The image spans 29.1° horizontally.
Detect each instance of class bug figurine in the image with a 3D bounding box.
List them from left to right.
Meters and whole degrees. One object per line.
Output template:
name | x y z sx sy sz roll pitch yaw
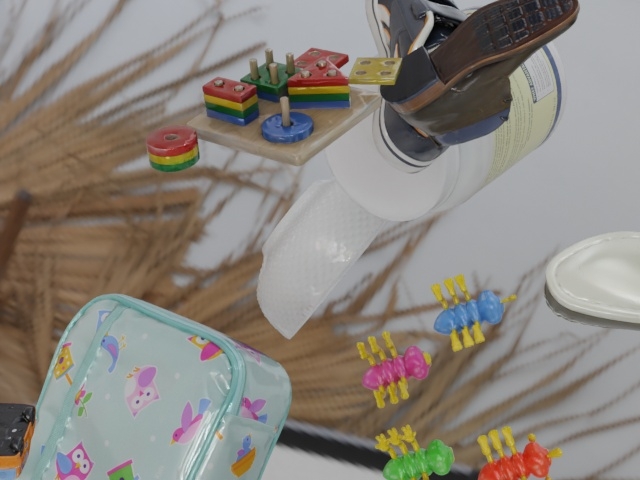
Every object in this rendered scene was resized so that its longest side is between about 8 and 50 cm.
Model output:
bug figurine | 0.159 0.193 1.481 0.072 0.216 0.279 37 37 -69

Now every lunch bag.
lunch bag | -0.170 0.197 1.088 0.108 0.224 0.279 32 80 -56

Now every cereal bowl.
cereal bowl | 0.000 0.000 2.136 0.339 0.141 0.339 -52 178 -3

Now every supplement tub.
supplement tub | 0.177 -0.180 1.734 0.325 0.235 0.235 -34 153 -44

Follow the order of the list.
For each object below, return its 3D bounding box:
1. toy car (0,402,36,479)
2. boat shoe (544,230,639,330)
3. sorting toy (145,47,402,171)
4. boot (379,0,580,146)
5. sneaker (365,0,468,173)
toy car | -0.234 0.134 0.758 0.060 0.122 0.041 -124 -149 -58
boat shoe | 0.363 0.052 1.261 0.091 0.305 0.109 108 -27 -53
sorting toy | -0.029 -0.135 1.139 0.274 0.132 0.046 -39 135 -40
boot | 0.180 -0.177 1.287 0.106 0.219 0.082 45 27 -45
sneaker | 0.135 -0.243 1.496 0.127 0.126 0.321 -39 -136 48
